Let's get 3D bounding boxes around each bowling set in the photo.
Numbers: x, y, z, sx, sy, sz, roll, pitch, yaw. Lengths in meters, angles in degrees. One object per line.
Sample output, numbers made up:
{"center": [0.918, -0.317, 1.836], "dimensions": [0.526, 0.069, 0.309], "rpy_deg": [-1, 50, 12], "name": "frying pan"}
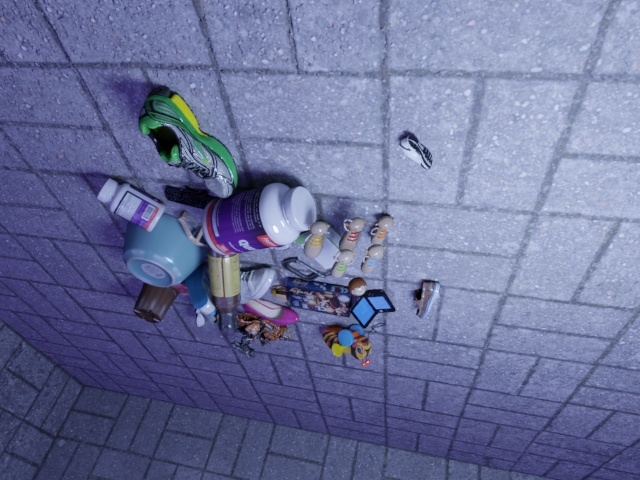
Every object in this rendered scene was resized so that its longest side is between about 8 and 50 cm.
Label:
{"center": [0.110, 0.039, 1.320], "dimensions": [0.286, 0.200, 0.154], "rpy_deg": [-13, 150, -20], "name": "bowling set"}

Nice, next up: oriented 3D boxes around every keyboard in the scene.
{"center": [-0.413, -0.130, 1.496], "dimensions": [0.192, 0.038, 0.100], "rpy_deg": [12, 143, 3], "name": "keyboard"}

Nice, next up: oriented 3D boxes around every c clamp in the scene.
{"center": [-0.053, 0.102, 1.679], "dimensions": [0.160, 0.022, 0.137], "rpy_deg": [28, 147, -18], "name": "c clamp"}

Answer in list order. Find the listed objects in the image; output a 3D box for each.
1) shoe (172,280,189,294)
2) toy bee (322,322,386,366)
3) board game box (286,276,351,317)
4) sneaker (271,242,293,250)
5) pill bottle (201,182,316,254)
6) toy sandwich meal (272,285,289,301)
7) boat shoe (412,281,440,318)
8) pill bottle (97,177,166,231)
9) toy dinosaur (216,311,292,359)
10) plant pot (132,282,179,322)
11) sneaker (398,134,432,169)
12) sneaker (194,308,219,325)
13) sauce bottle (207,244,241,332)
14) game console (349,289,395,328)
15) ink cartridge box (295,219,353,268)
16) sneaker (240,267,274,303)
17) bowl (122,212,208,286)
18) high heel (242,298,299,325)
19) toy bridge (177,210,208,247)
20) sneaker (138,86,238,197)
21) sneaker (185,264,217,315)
{"center": [-0.543, 0.183, 1.923], "dimensions": [0.178, 0.064, 0.081], "rpy_deg": [-10, 141, 37], "name": "shoe"}
{"center": [0.132, 0.427, 1.883], "dimensions": [0.195, 0.162, 0.298], "rpy_deg": [-10, 178, -27], "name": "toy bee"}
{"center": [-0.002, 0.219, 1.789], "dimensions": [0.243, 0.042, 0.165], "rpy_deg": [8, 143, 10], "name": "board game box"}
{"center": [-0.199, -0.025, 1.539], "dimensions": [0.223, 0.083, 0.098], "rpy_deg": [-1, 119, 15], "name": "sneaker"}
{"center": [-0.180, -0.064, 1.374], "dimensions": [0.322, 0.182, 0.181], "rpy_deg": [-10, 136, 31], "name": "pill bottle"}
{"center": [-0.157, 0.210, 1.845], "dimensions": [0.085, 0.029, 0.086], "rpy_deg": [10, 143, 8], "name": "toy sandwich meal"}
{"center": [0.358, 0.201, 1.624], "dimensions": [0.066, 0.066, 0.183], "rpy_deg": [18, 134, 5], "name": "boat shoe"}
{"center": [-0.617, -0.119, 1.524], "dimensions": [0.193, 0.108, 0.108], "rpy_deg": [32, 140, -19], "name": "pill bottle"}
{"center": [-0.291, 0.379, 2.050], "dimensions": [0.322, 0.164, 0.218], "rpy_deg": [35, 128, -1], "name": "toy dinosaur"}
{"center": [-0.702, 0.251, 1.985], "dimensions": [0.166, 0.165, 0.167], "rpy_deg": [10, 144, 8], "name": "plant pot"}
{"center": [0.236, -0.216, 1.153], "dimensions": [0.109, 0.040, 0.043], "rpy_deg": [43, 152, -26], "name": "sneaker"}
{"center": [-0.491, 0.293, 2.034], "dimensions": [0.107, 0.100, 0.272], "rpy_deg": [4, 147, -8], "name": "sneaker"}
{"center": [-0.341, 0.166, 1.670], "dimensions": [0.111, 0.111, 0.345], "rpy_deg": [7, 112, 11], "name": "sauce bottle"}
{"center": [0.196, 0.257, 1.730], "dimensions": [0.124, 0.085, 0.144], "rpy_deg": [-8, 137, 29], "name": "game console"}
{"center": [0.000, 0.000, 1.489], "dimensions": [0.109, 0.062, 0.209], "rpy_deg": [-19, 131, 38], "name": "ink cartridge box"}
{"center": [-0.305, 0.151, 1.760], "dimensions": [0.169, 0.108, 0.292], "rpy_deg": [30, 142, -23], "name": "sneaker"}
{"center": [-0.584, 0.054, 1.693], "dimensions": [0.311, 0.163, 0.312], "rpy_deg": [11, 143, 8], "name": "bowl"}
{"center": [-0.209, 0.281, 1.915], "dimensions": [0.244, 0.082, 0.117], "rpy_deg": [15, 156, 24], "name": "high heel"}
{"center": [-0.424, -0.019, 1.620], "dimensions": [0.026, 0.063, 0.188], "rpy_deg": [-12, 135, 32], "name": "toy bridge"}
{"center": [-0.359, -0.229, 1.258], "dimensions": [0.134, 0.146, 0.343], "rpy_deg": [-13, 135, 33], "name": "sneaker"}
{"center": [-0.450, 0.187, 1.773], "dimensions": [0.087, 0.229, 0.092], "rpy_deg": [-27, 138, 4], "name": "sneaker"}
